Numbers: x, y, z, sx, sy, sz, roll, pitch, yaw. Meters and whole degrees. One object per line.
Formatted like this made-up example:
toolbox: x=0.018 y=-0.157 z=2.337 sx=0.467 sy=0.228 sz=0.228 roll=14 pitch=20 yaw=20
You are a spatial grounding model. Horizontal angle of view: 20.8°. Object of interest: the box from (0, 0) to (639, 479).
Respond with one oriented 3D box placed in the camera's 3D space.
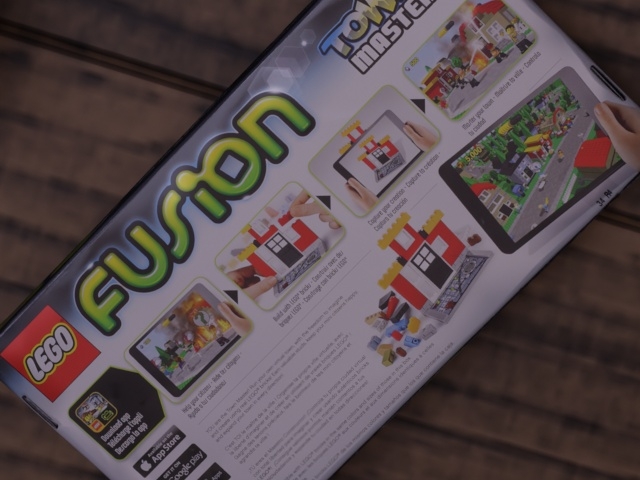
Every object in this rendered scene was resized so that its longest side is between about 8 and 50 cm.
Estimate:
box: x=0.000 y=0.000 z=0.568 sx=0.114 sy=0.036 sz=0.207 roll=44 pitch=98 yaw=-8
